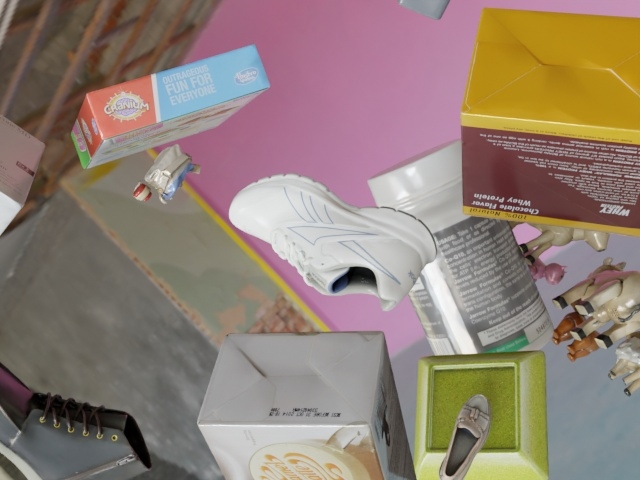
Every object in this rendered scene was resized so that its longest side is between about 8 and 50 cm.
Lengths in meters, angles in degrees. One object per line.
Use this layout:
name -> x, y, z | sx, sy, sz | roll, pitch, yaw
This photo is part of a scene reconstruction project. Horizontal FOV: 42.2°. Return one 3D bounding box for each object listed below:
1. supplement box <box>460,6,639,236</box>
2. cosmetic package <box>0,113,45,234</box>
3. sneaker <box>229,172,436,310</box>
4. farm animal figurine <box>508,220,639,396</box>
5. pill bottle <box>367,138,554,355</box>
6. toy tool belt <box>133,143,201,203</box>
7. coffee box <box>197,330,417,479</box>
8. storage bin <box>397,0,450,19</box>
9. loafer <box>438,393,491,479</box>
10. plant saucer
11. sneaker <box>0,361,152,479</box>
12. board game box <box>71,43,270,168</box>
supplement box -> 0.246, -0.114, 0.835 | 0.194, 0.192, 0.129 | 70, -149, -61
cosmetic package -> -0.453, -0.095, 1.116 | 0.085, 0.117, 0.231 | -46, 27, 15
sneaker -> 0.000, 0.000, 1.114 | 0.129, 0.297, 0.111 | -59, -26, -33
farm animal figurine -> 0.492, 0.073, 1.487 | 0.172, 0.330, 0.327 | -33, 23, -6
pill bottle -> 0.228, 0.028, 1.383 | 0.204, 0.360, 0.204 | -24, 6, 3
toy tool belt -> -0.183, -0.072, 1.006 | 0.052, 0.051, 0.083 | -2, 52, 59
coffee box -> 0.002, 0.196, 0.737 | 0.141, 0.246, 0.098 | -2, 43, 14
storage bin -> 0.143, -0.321, 0.977 | 0.135, 0.098, 0.091 | -68, 0, -55
loafer -> 0.186, 0.252, 1.055 | 0.125, 0.045, 0.039 | -64, -18, -18
plant saucer -> 0.217, 0.239, 1.162 | 0.189, 0.045, 0.188 | -7, 59, 23
sneaker -> -0.280, 0.186, 0.887 | 0.118, 0.222, 0.083 | -28, 25, 6
board game box -> -0.235, -0.190, 1.233 | 0.242, 0.064, 0.316 | -22, 5, -20
